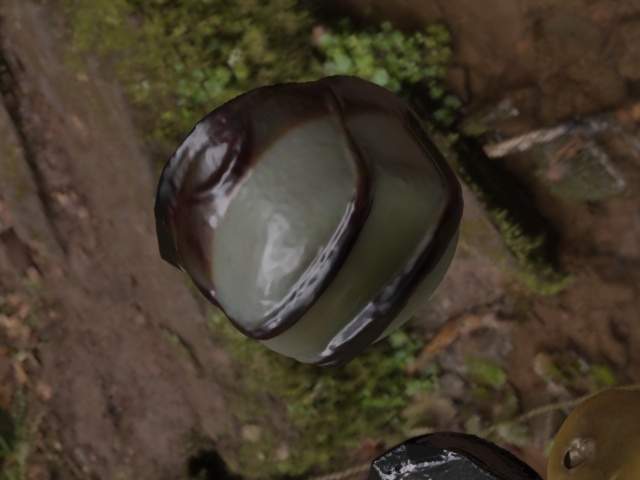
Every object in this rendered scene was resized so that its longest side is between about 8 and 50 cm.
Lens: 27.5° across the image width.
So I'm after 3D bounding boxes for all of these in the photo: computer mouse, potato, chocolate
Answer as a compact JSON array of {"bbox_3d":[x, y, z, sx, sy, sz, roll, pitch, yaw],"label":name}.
[{"bbox_3d":[0.112,0.199,1.045,0.172,0.057,0.099,25,116,-20],"label":"computer mouse"},{"bbox_3d":[0.288,0.230,1.173,0.146,0.150,0.234,58,178,-20],"label":"potato"},{"bbox_3d":[0.000,0.000,1.209,0.284,0.283,0.186,102,148,-47],"label":"chocolate"}]
